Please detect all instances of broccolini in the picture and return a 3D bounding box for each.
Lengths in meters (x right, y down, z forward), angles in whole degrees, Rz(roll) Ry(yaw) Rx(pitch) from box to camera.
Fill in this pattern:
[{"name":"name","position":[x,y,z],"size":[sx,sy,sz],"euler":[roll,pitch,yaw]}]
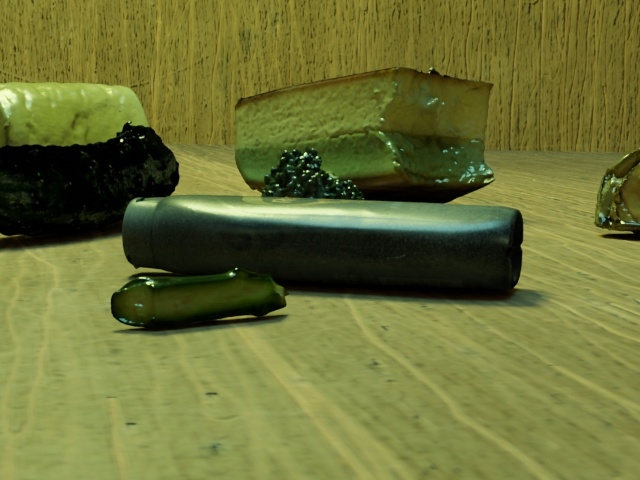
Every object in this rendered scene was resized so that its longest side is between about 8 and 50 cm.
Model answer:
[{"name":"broccolini","position":[-0.008,-0.039,1.206],"size":[0.079,0.074,0.392],"euler":[0,5,-2]}]

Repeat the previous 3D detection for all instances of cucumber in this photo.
[{"name":"cucumber","position":[-0.189,-0.042,1.196],"size":[0.072,0.081,0.303],"euler":[-42,-3,17]}]

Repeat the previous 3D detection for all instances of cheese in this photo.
[{"name":"cheese","position":[-0.257,-0.100,1.541],"size":[0.167,0.123,0.094],"euler":[-1,-37,-36]}]

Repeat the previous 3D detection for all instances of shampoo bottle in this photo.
[{"name":"shampoo bottle","position":[0.000,0.000,0.919],"size":[0.234,0.049,0.087],"euler":[3,3,14]}]

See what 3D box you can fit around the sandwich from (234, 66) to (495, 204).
[{"name":"sandwich","position":[0.039,-0.096,1.444],"size":[0.220,0.108,0.186],"euler":[3,-7,-11]}]

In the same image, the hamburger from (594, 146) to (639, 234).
[{"name":"hamburger","position":[0.317,-0.051,1.289],"size":[0.176,0.102,0.087],"euler":[2,-7,9]}]

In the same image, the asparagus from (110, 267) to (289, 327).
[{"name":"asparagus","position":[-0.053,0.027,0.757],"size":[0.108,0.025,0.021],"euler":[-3,-2,-42]}]
